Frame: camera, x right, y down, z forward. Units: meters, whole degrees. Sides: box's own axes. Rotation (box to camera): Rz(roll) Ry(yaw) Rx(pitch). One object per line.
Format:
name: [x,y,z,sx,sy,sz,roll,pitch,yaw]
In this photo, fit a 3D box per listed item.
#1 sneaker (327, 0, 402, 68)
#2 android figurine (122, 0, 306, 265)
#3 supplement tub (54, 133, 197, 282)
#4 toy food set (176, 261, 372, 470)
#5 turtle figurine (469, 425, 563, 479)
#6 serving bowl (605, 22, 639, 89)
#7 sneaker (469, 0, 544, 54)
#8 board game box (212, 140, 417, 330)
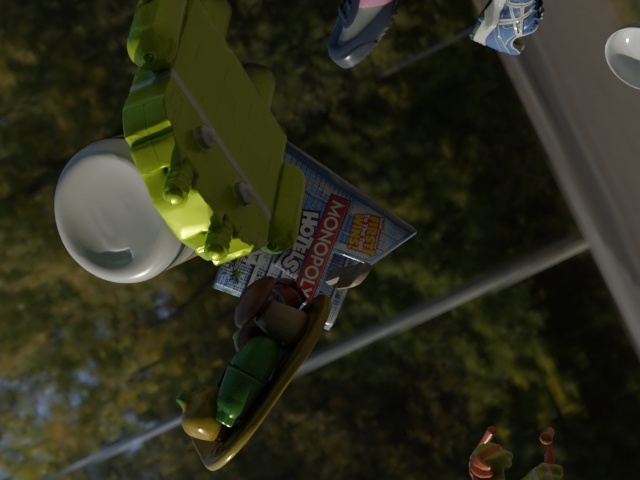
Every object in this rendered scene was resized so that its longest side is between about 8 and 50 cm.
sneaker: [0.068,-0.410,2.185,0.131,0.319,0.112,18,-159,-31]
android figurine: [-0.090,-0.093,1.244,0.248,0.056,0.273,58,-157,-31]
supplement tub: [-0.161,-0.046,1.512,0.144,0.144,0.200,64,-152,0]
toy food set: [-0.057,0.088,1.262,0.071,0.218,0.128,36,175,-10]
turtle figurine: [0.191,0.283,1.432,0.269,0.087,0.217,126,126,-70]
serving bowl: [0.347,-0.200,1.581,0.027,0.083,0.083,-51,-55,-34]
sneaker: [0.289,-0.348,2.110,0.081,0.080,0.211,31,144,2]
board game box: [0.000,0.000,1.676,0.194,0.194,0.060,20,-173,-4]
